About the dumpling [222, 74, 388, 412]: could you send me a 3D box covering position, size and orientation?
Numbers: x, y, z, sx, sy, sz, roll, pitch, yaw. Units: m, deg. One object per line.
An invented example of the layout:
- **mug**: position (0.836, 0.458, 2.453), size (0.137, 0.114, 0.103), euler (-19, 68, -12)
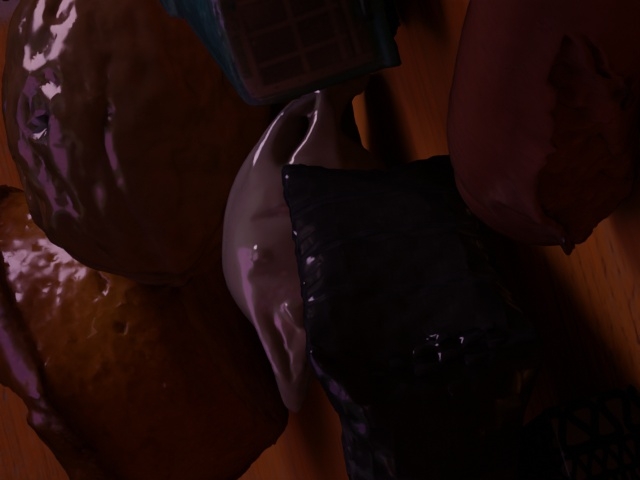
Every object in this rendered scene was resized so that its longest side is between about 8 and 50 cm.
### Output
- **dumpling**: position (-0.001, 0.002, 0.999), size (0.134, 0.100, 0.169), euler (26, -130, -85)

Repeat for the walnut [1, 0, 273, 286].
- **walnut**: position (-0.125, -0.088, 1.267), size (0.198, 0.198, 0.245), euler (152, 111, -79)

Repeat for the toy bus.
- **toy bus**: position (-0.029, -0.146, 0.922), size (0.262, 0.109, 0.091), euler (-126, 18, -66)

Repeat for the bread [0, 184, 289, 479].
- **bread**: position (-0.148, 0.074, 1.456), size (0.312, 0.172, 0.312), euler (56, -168, -19)

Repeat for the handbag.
- **handbag**: position (0.037, 0.072, 0.792), size (0.270, 0.088, 0.175), euler (-101, 6, -63)

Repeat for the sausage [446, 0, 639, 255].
- **sausage**: position (0.078, -0.071, 0.549), size (0.304, 0.078, 0.078), euler (97, 156, -63)

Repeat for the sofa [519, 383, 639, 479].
- **sofa**: position (0.102, 0.100, 0.743), size (0.118, 0.039, 0.060), euler (112, 142, -73)
